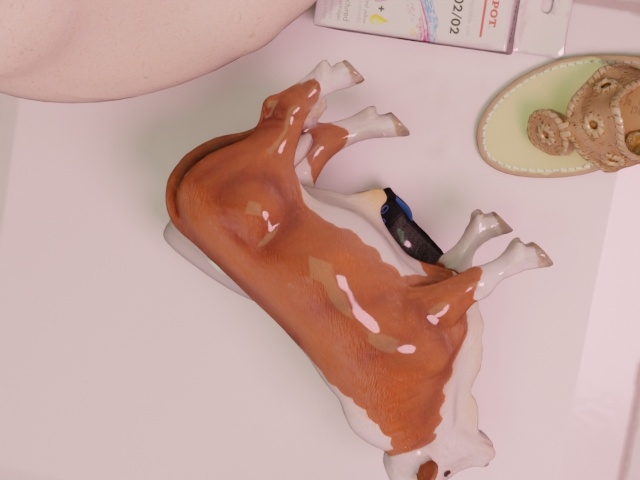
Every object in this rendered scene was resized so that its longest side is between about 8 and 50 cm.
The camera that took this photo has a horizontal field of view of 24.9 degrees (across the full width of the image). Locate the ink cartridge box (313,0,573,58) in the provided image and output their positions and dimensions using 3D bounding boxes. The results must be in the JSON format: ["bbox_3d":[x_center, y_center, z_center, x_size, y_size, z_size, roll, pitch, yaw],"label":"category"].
[{"bbox_3d":[0.095,-0.195,1.061,0.181,0.061,0.104,9,97,11],"label":"ink cartridge box"}]

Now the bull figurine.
[{"bbox_3d":[0.038,0.027,1.010,0.310,0.101,0.188,44,92,-4],"label":"bull figurine"}]

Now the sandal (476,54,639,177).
[{"bbox_3d":[0.225,-0.094,1.033,0.240,0.079,0.088,-6,94,13],"label":"sandal"}]

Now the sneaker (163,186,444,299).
[{"bbox_3d":[0.000,0.000,1.098,0.217,0.079,0.121,28,97,0],"label":"sneaker"}]

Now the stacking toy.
[{"bbox_3d":[-0.188,-0.367,0.995,0.350,0.350,0.480,-35,63,13],"label":"stacking toy"}]
